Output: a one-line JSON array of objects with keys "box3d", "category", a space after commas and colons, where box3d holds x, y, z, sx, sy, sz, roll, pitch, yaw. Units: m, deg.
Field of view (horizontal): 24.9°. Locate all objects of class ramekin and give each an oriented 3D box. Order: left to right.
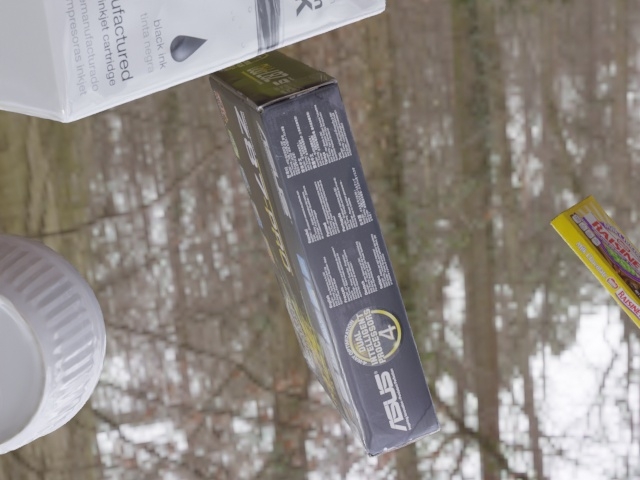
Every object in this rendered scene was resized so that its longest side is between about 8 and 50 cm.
[{"box3d": [-0.313, 0.102, 1.345, 0.207, 0.207, 0.109, -1, -168, 9], "category": "ramekin"}]

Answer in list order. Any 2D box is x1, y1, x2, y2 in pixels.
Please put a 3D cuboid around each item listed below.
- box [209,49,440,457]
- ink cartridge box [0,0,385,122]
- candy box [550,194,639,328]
[{"box3d": [0.000, 0.000, 1.588, 0.097, 0.394, 0.318, -21, -162, -10], "category": "box"}, {"box3d": [-0.093, -0.205, 0.865, 0.114, 0.197, 0.273, 14, -151, 40], "category": "ink cartridge box"}, {"box3d": [0.371, 0.038, 1.764, 0.206, 0.027, 0.105, 51, -150, 8], "category": "candy box"}]
